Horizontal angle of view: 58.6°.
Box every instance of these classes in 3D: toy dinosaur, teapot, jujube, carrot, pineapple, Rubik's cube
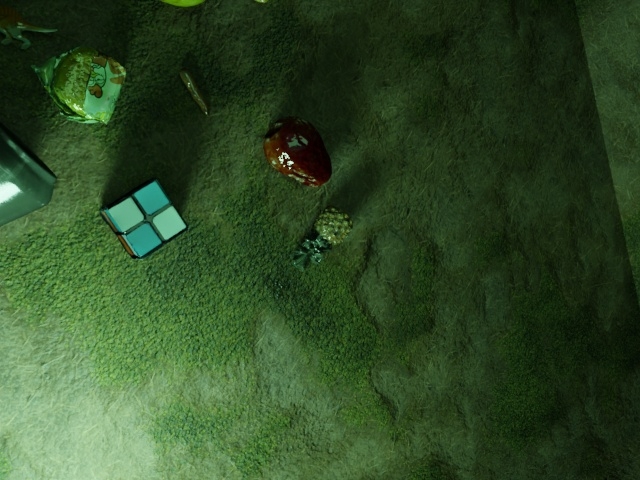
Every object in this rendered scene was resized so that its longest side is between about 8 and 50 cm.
[{"bbox_3d":[-0.852,-0.592,1.554,0.212,0.057,0.142,-26,82,-35],"label":"toy dinosaur"},{"bbox_3d":[-0.908,-0.148,1.414,0.376,0.305,0.362,43,78,9],"label":"teapot"},{"bbox_3d":[-0.069,-0.286,1.877,0.190,0.190,0.255,-55,128,-16],"label":"jujube"},{"bbox_3d":[-0.391,-0.463,1.782,0.036,0.036,0.165,-34,107,-22],"label":"carrot"},{"bbox_3d":[-0.001,-0.001,1.935,0.128,0.128,0.248,45,77,-19],"label":"pineapple"},{"bbox_3d":[-0.511,-0.061,1.645,0.167,0.180,0.183,-38,104,-22],"label":"Rubik's cube"}]

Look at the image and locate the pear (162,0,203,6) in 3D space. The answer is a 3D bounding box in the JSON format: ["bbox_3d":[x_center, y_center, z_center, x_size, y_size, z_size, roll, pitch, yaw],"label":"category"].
[{"bbox_3d":[-0.441,-0.832,1.633,0.376,0.287,0.287,12,85,-11],"label":"pear"}]

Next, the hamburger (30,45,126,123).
[{"bbox_3d":[-0.673,-0.443,1.590,0.235,0.125,0.214,33,66,-37],"label":"hamburger"}]

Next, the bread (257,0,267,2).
[{"bbox_3d":[-0.198,-0.820,1.867,0.081,0.046,0.083,-35,106,-19],"label":"bread"}]
